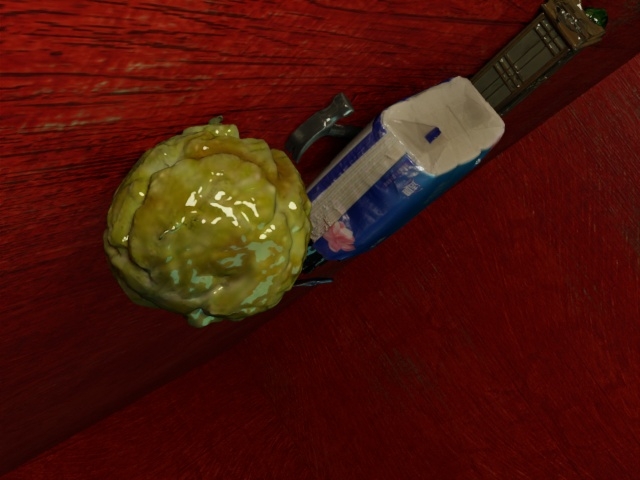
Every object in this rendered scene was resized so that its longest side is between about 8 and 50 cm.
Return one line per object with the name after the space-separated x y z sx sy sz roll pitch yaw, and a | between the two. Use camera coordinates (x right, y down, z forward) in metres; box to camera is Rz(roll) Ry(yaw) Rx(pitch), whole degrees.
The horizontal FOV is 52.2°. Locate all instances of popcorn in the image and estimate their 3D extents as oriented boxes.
-0.113 -0.017 0.617 0.198 0.198 0.212 -29 -162 -28 | popcorn

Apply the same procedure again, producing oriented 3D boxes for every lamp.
0.298 -0.256 1.069 0.090 0.089 0.325 -26 169 -39 | lamp

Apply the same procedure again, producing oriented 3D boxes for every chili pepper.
0.467 -0.375 1.168 0.073 0.050 0.182 -41 175 2 | chili pepper

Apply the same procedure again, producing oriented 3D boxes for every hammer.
0.027 -0.144 0.881 0.103 0.029 0.246 -36 174 18 | hammer

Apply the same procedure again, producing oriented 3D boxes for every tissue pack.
0.105 -0.093 0.939 0.209 0.137 0.269 -29 173 -39 | tissue pack

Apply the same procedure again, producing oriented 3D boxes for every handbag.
0.000 0.000 1.475 0.211 0.089 0.254 -41 174 5 | handbag

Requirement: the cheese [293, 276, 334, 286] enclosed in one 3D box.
-0.114 0.102 1.423 0.286 0.074 0.189 -6 -177 -19 | cheese
